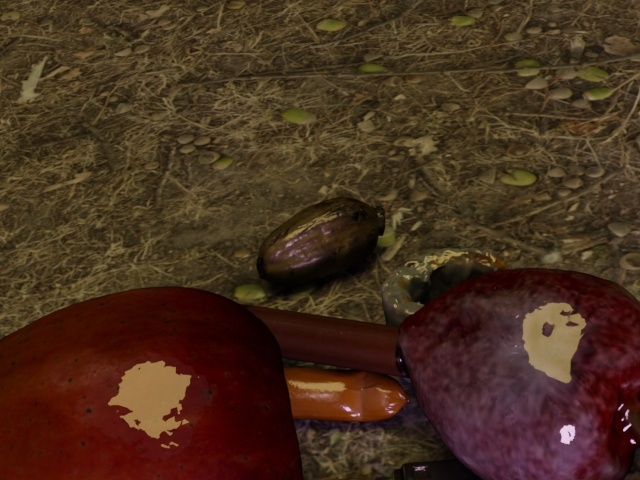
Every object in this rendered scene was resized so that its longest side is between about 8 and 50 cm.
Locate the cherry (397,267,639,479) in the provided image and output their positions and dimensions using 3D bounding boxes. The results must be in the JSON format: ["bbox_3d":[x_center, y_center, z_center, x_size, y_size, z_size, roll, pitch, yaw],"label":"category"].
[{"bbox_3d":[0.213,0.136,1.483,0.300,0.203,0.230,20,84,27],"label":"cherry"}]

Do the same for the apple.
[{"bbox_3d":[-0.197,0.203,1.521,0.365,0.295,0.329,-9,4,8],"label":"apple"}]

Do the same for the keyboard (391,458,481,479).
[{"bbox_3d":[0.122,0.297,1.442,0.093,0.025,0.230,-6,35,1],"label":"keyboard"}]

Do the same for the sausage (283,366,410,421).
[{"bbox_3d":[0.008,0.168,1.625,0.183,0.054,0.062,-1,69,8],"label":"sausage"}]

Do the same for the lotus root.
[{"bbox_3d":[0.000,0.000,1.839,0.179,0.089,0.080,-23,0,-14],"label":"lotus root"}]

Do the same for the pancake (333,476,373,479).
[{"bbox_3d":[0.019,0.276,1.500,0.108,0.017,0.108,-8,32,5],"label":"pancake"}]

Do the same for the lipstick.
[{"bbox_3d":[-0.041,0.105,1.670,0.356,0.057,0.057,6,36,36],"label":"lipstick"}]

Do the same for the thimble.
[{"bbox_3d":[0.148,0.088,1.653,0.151,0.118,0.127,-12,32,0],"label":"thimble"}]
